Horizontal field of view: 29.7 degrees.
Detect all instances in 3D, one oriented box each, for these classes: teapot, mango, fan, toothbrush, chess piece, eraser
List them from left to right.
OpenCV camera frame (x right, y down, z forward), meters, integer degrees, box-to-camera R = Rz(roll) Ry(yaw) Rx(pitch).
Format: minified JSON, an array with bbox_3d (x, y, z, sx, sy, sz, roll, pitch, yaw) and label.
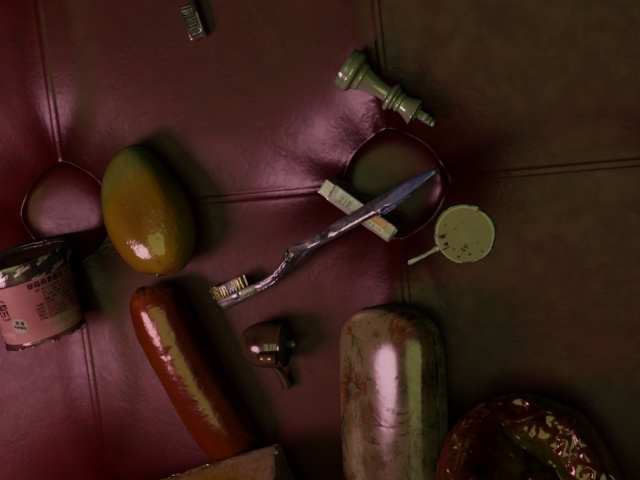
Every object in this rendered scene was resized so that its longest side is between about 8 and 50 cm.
[{"bbox_3d":[-0.248,-0.042,1.730,0.130,0.092,0.195,-13,92,17],"label":"mango"},{"bbox_3d":[-0.222,-0.436,1.691,0.031,0.023,0.321,-18,95,7],"label":"toothbrush"},{"bbox_3d":[-0.071,0.173,1.734,0.080,0.085,0.110,-1,119,15],"label":"teapot"},{"bbox_3d":[0.000,0.000,1.663,0.413,0.035,0.042,-30,88,30],"label":"toothbrush"},{"bbox_3d":[0.056,-0.044,1.674,0.122,0.052,0.029,36,104,6],"label":"eraser"},{"bbox_3d":[0.093,-0.197,1.642,0.149,0.059,0.059,34,106,-1],"label":"chess piece"},{"bbox_3d":[0.179,0.002,1.676,0.133,0.005,0.085,-29,92,16],"label":"fan"}]

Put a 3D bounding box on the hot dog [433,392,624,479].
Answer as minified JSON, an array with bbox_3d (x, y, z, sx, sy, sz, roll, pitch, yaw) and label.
[{"bbox_3d":[0.282,0.401,1.625,0.266,0.174,0.388,-7,98,-9],"label":"hot dog"}]

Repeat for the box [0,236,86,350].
[{"bbox_3d":[-0.422,0.080,1.770,0.151,0.151,0.135,-11,106,15],"label":"box"}]

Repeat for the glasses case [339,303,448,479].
[{"bbox_3d":[0.103,0.299,1.686,0.156,0.098,0.426,5,102,39],"label":"glasses case"}]

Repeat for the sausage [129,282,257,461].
[{"bbox_3d":[-0.189,0.197,1.760,0.089,0.083,0.300,-28,93,5],"label":"sausage"}]

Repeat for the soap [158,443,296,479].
[{"bbox_3d":[-0.180,0.476,1.688,0.338,0.304,0.169,-20,124,16],"label":"soap"}]
